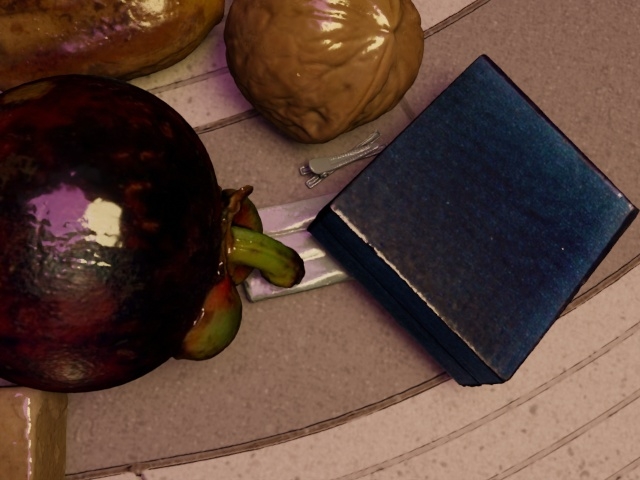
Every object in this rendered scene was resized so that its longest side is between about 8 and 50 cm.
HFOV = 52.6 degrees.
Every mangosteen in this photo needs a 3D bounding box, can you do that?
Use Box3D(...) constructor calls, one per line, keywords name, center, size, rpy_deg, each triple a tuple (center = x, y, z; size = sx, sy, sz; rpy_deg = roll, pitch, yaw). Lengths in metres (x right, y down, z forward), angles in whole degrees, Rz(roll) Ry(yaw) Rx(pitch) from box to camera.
Box3D(name="mangosteen", center=(-0.194, 0.001, 0.631), size=(0.359, 0.306, 0.306), rpy_deg=(12, 80, 1))

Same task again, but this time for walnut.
Box3D(name="walnut", center=(0.006, -0.219, 0.727), size=(0.227, 0.228, 0.228), rpy_deg=(1, 80, -5))

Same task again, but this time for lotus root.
Box3D(name="lotus root", center=(-0.259, -0.273, 0.752), size=(0.290, 0.193, 0.193), rpy_deg=(-16, 82, -4))

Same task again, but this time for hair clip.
Box3D(name="hair clip", center=(0.031, -0.104, 0.806), size=(0.115, 0.039, 0.030), rpy_deg=(-27, 89, -11))

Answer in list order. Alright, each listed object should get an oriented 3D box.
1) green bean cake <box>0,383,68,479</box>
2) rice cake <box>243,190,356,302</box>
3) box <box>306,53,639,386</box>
Box3D(name="green bean cake", center=(-0.324, 0.243, 0.681), size=(0.085, 0.109, 0.179), rpy_deg=(-2, 81, -4))
Box3D(name="rice cake", center=(0.000, 0.000, 0.785), size=(0.211, 0.038, 0.124), rpy_deg=(-18, 82, -8))
Box3D(name="box", center=(0.176, -0.024, 0.743), size=(0.261, 0.116, 0.279), rpy_deg=(45, 70, 1))
